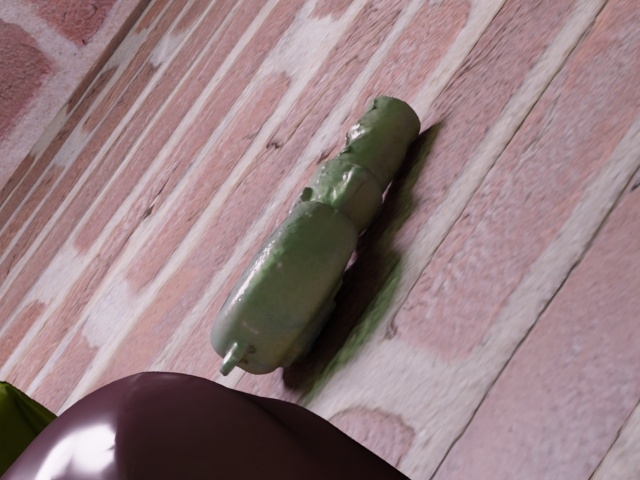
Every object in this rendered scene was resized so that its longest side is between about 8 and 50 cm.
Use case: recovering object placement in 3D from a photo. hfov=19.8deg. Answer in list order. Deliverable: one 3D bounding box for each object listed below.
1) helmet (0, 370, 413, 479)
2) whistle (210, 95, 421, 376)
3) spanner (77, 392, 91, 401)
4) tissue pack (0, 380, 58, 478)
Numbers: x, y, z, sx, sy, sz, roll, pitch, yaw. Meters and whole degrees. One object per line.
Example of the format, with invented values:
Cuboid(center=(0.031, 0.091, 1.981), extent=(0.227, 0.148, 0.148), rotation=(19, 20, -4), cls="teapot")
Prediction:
Cuboid(center=(-0.078, 0.196, 0.803), extent=(0.271, 0.197, 0.338), rotation=(-39, 20, 35), cls="helmet")
Cuboid(center=(0.000, 0.000, 1.253), extent=(0.258, 0.067, 0.126), rotation=(-58, 3, -35), cls="whistle")
Cuboid(center=(-0.274, 0.226, 1.631), extent=(0.325, 0.026, 0.093), rotation=(-41, 18, 41), cls="spanner")
Cuboid(center=(-0.246, 0.265, 1.189), extent=(0.200, 0.167, 0.274), rotation=(-39, 21, 42), cls="tissue pack")
